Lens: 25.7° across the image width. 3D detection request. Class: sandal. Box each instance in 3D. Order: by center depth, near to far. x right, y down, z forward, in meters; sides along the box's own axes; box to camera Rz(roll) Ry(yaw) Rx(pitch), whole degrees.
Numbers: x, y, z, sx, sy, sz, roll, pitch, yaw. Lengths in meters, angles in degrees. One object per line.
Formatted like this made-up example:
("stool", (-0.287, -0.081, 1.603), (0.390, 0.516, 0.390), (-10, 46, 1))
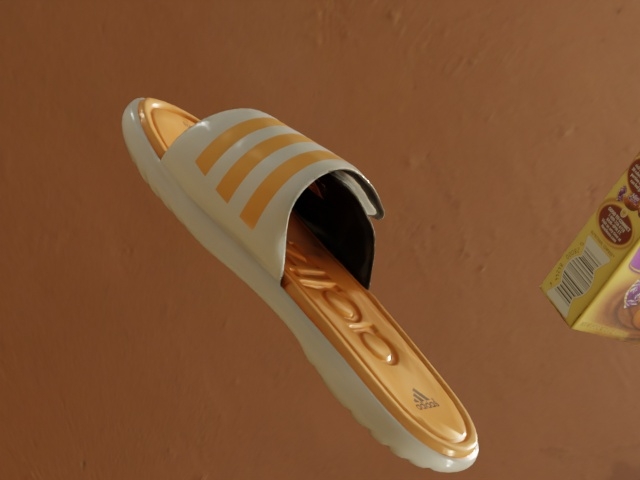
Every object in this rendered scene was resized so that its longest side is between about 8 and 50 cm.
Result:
("sandal", (0.006, 0.001, 0.725), (0.265, 0.102, 0.076), (47, -69, 21))

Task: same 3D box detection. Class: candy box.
("candy box", (0.250, -0.013, 0.973), (0.109, 0.186, 0.053), (15, -153, -35))
